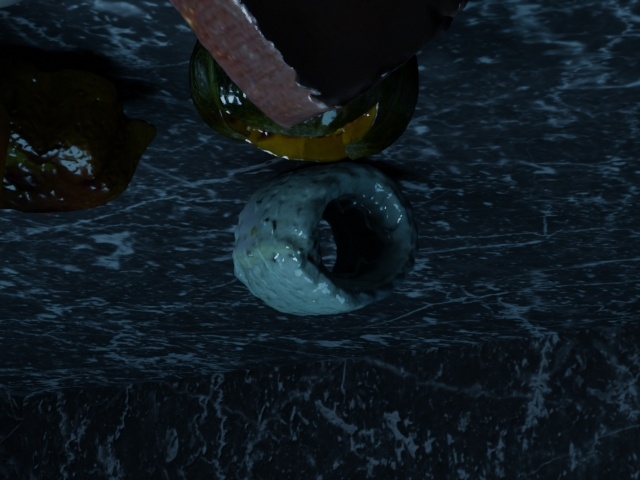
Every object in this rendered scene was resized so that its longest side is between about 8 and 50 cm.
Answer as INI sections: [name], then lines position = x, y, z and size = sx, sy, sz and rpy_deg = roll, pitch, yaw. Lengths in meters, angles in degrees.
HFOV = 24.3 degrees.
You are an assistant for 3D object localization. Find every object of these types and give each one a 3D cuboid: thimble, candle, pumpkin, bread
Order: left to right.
[bread]
position = -0.334, -0.124, 1.713
size = 0.246, 0.135, 0.232
rpy_deg = -3, 152, 21
[pumpkin]
position = -0.018, -0.169, 1.489
size = 0.238, 0.159, 0.238
rpy_deg = 10, 171, 2
[candle]
position = -0.002, -0.222, 1.065
size = 0.317, 0.287, 0.131
rpy_deg = 4, 169, -27
[thimble]
position = 0.000, 0.000, 2.036
size = 0.250, 0.205, 0.172
rpy_deg = -9, -179, -43

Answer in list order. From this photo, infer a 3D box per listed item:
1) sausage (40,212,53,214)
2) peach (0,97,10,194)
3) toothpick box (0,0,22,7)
[sausage]
position = -0.353, -0.078, 2.007
size = 0.077, 0.077, 0.194
rpy_deg = 8, 163, -27
[peach]
position = -0.527, -0.059, 1.553
size = 0.306, 0.242, 0.380
rpy_deg = 11, 142, -44
[toothpick box]
position = -0.306, -0.272, 1.040
size = 0.316, 0.229, 0.229
rpy_deg = 3, 165, -16
